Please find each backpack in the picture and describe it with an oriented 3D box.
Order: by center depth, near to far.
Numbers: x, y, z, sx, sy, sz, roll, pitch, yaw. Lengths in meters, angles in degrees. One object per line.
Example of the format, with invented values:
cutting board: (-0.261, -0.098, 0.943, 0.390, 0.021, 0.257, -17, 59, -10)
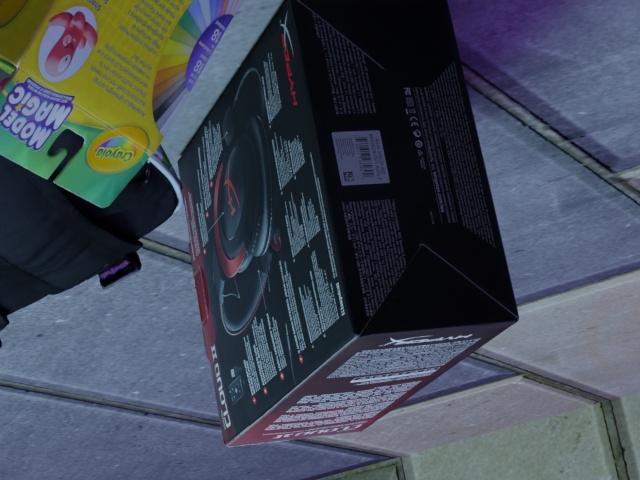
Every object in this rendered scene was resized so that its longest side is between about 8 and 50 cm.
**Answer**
backpack: (-0.206, -0.055, 0.871, 0.225, 0.191, 0.253, -27, 168, 5)

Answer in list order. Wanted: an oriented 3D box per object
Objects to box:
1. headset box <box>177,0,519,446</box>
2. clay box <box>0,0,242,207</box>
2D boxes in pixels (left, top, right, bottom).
headset box: (0.000, 0.000, 1.143, 0.110, 0.218, 0.293, -4, 161, -22)
clay box: (-0.073, -0.130, 0.726, 0.053, 0.222, 0.127, 30, 178, 23)
